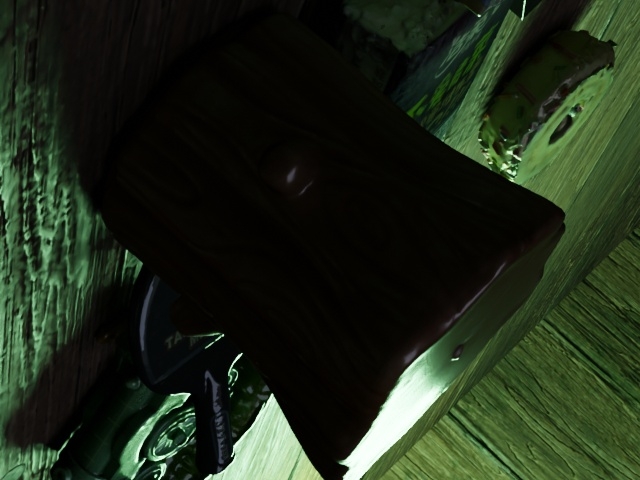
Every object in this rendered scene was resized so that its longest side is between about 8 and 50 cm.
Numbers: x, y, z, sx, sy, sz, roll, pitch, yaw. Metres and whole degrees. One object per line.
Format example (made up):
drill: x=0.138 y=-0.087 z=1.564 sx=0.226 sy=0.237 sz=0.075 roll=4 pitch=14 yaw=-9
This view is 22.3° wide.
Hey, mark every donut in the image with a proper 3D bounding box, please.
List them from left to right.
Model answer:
donut: x=0.220 y=-0.136 z=1.602 sx=0.174 sy=0.068 sz=0.175 roll=-43 pitch=163 yaw=-17

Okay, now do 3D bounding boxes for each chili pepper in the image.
chili pepper: x=-0.083 y=0.141 z=1.441 sx=0.359 sy=0.076 sz=0.085 roll=-48 pitch=141 yaw=2

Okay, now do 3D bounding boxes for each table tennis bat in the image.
table tennis bat: x=-0.081 y=0.070 z=1.160 sx=0.150 sy=0.027 sz=0.236 roll=-36 pitch=137 yaw=-41

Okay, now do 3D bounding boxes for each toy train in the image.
toy train: x=-0.138 y=0.133 z=1.238 sx=0.178 sy=0.071 sz=0.104 roll=-55 pitch=157 yaw=21

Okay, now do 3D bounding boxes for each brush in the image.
brush: x=-0.104 y=0.036 z=1.191 sx=0.170 sy=0.014 sz=0.043 roll=-33 pitch=158 yaw=-45

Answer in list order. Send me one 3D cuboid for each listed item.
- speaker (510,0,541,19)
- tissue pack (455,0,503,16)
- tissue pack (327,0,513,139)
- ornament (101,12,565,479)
speaker: x=0.212 y=-0.272 z=1.244 sx=0.218 sy=0.044 sz=0.082 roll=-46 pitch=166 yaw=-8
tissue pack: x=0.093 y=-0.217 z=0.895 sx=0.060 sy=0.108 sz=0.148 roll=-30 pitch=157 yaw=-47
tissue pack: x=0.056 y=-0.114 z=1.128 sx=0.173 sy=0.073 sz=0.235 roll=-47 pitch=168 yaw=-33
ornament: x=0.000 y=0.000 z=0.973 sx=0.221 sy=0.217 sz=0.235 roll=-55 pitch=165 yaw=25
